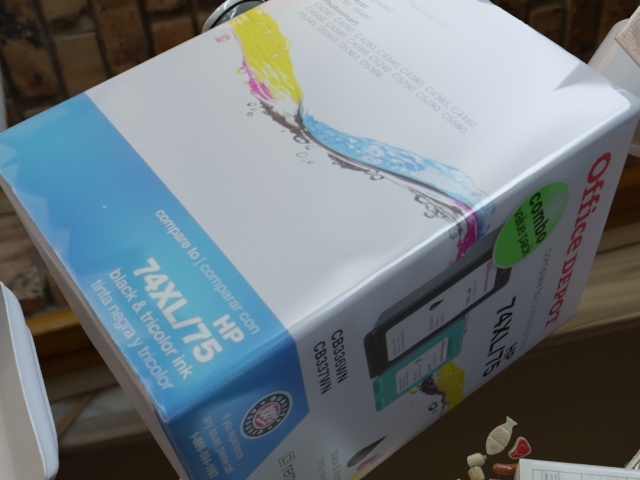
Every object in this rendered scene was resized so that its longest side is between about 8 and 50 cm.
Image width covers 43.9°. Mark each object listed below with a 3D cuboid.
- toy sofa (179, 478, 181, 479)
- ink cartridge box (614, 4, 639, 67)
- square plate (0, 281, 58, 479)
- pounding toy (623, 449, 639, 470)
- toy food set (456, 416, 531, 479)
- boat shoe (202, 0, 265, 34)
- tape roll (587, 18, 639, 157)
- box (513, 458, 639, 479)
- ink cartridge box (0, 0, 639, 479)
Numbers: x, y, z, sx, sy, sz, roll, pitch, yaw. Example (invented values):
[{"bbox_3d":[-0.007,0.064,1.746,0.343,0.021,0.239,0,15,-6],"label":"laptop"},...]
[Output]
[{"bbox_3d":[-0.165,0.416,0.997,0.150,0.363,0.177,30,12,-34],"label":"toy sofa"},{"bbox_3d":[0.573,-0.273,1.141,0.186,0.065,0.311,-58,-144,38],"label":"ink cartridge box"},{"bbox_3d":[-0.508,0.300,1.318,0.347,0.049,0.344,-55,-130,42],"label":"square plate"},{"bbox_3d":[0.611,0.446,1.459,0.141,0.130,0.100,27,-38,41],"label":"pounding toy"},{"bbox_3d":[0.255,0.322,1.141,0.078,0.122,0.019,45,-7,9],"label":"toy food set"},{"bbox_3d":[-0.100,-0.332,1.333,0.091,0.109,0.305,51,15,6],"label":"boat shoe"},{"bbox_3d":[0.639,-0.295,1.572,0.246,0.169,0.246,35,-6,4],"label":"tape roll"},{"bbox_3d":[0.378,0.353,0.909,0.121,0.310,0.148,82,15,-49],"label":"box"},{"bbox_3d":[0.000,0.000,0.459,0.197,0.270,0.198,46,-22,32],"label":"ink cartridge box"}]
